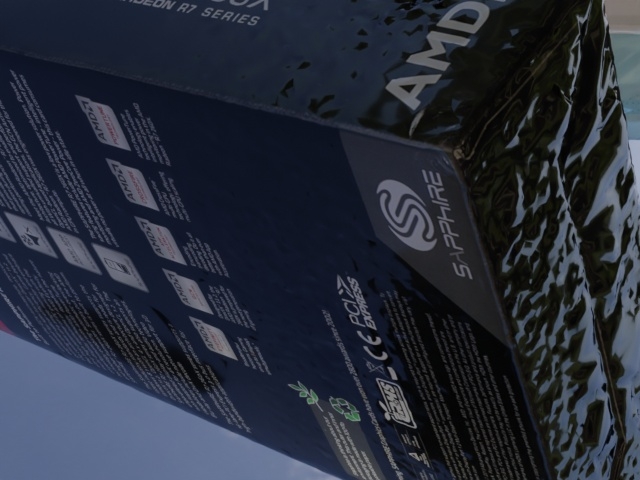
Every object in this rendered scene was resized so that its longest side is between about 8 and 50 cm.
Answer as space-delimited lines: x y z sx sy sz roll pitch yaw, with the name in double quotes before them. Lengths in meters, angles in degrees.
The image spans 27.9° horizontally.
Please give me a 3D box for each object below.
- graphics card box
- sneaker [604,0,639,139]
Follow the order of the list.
"graphics card box" -0.050 -0.017 0.532 0.094 0.371 0.233 -49 -43 -27
"sneaker" 0.297 -0.087 0.780 0.135 0.366 0.150 -19 -68 -52
